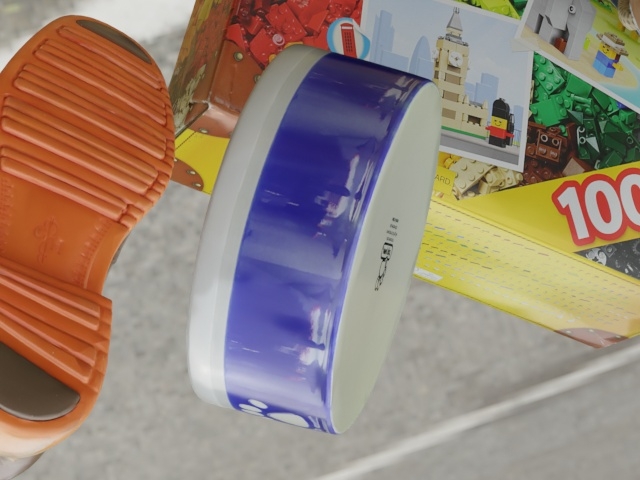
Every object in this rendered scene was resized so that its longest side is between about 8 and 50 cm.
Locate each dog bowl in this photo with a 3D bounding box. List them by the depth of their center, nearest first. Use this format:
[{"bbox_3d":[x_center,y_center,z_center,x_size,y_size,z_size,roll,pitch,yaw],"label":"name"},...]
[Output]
[{"bbox_3d":[0.000,0.000,1.305,0.104,0.264,0.265,15,163,12],"label":"dog bowl"}]

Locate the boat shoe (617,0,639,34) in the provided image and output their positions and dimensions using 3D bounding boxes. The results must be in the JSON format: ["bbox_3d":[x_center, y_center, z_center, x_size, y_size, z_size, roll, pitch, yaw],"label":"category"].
[{"bbox_3d":[0.160,-0.112,0.548,0.123,0.324,0.116,-20,117,28],"label":"boat shoe"}]

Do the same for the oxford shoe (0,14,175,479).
[{"bbox_3d":[-0.189,-0.002,1.172,0.130,0.363,0.133,29,134,-16],"label":"oxford shoe"}]

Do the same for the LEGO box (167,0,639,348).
[{"bbox_3d":[0.135,-0.166,1.706,0.500,0.372,0.193,21,159,-18],"label":"LEGO box"}]

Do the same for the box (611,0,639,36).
[{"bbox_3d":[0.403,-0.296,1.458,0.395,0.212,0.293,5,154,44],"label":"box"}]
